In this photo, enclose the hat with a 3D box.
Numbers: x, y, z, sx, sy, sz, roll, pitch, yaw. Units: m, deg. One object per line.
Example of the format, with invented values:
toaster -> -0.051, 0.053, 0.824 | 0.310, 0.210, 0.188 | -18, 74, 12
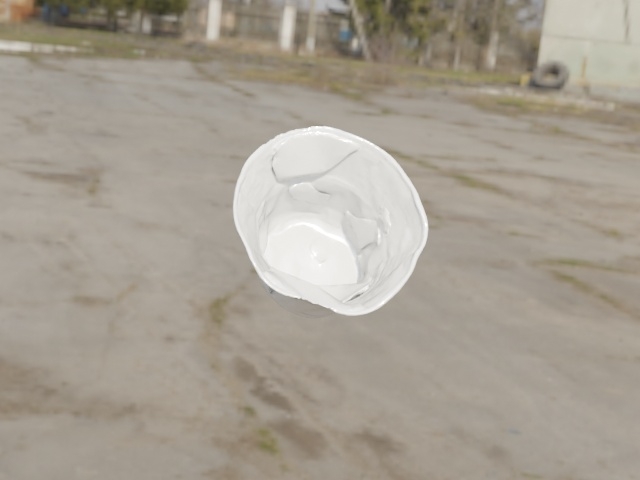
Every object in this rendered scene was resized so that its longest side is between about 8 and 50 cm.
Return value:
hat -> 0.000, 0.000, 1.132 | 0.203, 0.203, 0.126 | 4, -25, -8
